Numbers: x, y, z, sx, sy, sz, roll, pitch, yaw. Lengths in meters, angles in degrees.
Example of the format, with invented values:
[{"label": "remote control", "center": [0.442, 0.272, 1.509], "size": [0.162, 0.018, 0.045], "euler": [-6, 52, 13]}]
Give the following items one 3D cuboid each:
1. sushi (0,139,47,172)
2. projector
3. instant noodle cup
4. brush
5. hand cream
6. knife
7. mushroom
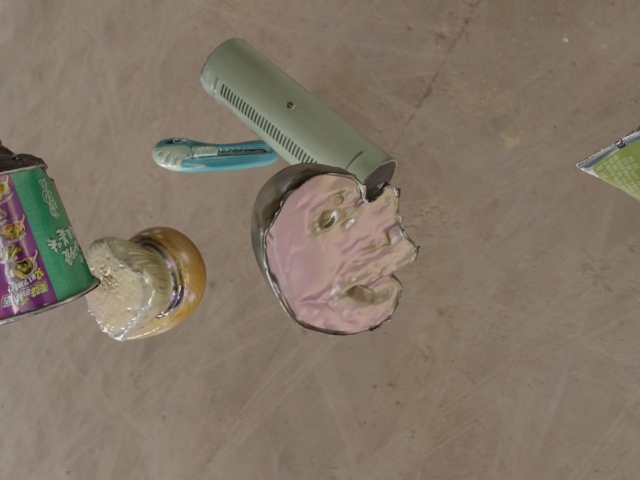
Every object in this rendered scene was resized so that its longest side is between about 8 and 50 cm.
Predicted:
[{"label": "sushi", "center": [-0.616, -0.116, 1.213], "size": [0.150, 0.153, 0.172], "euler": [49, 120, 12]}, {"label": "projector", "center": [-0.039, -0.177, 1.055], "size": [0.337, 0.108, 0.108], "euler": [41, 111, 20]}, {"label": "instant noodle cup", "center": [-0.461, 0.001, 0.982], "size": [0.251, 0.251, 0.190], "euler": [-1, 105, 41]}, {"label": "brush", "center": [-0.331, 0.101, 1.218], "size": [0.174, 0.166, 0.267], "euler": [46, 121, 13]}, {"label": "hand cream", "center": [0.351, -0.083, 0.757], "size": [0.086, 0.235, 0.055], "euler": [-35, 64, 27]}, {"label": "knife", "center": [-0.162, -0.141, 1.111], "size": [0.031, 0.221, 0.064], "euler": [-49, 57, 47]}, {"label": "mushroom", "center": [0.000, 0.000, 0.662], "size": [0.141, 0.188, 0.117], "euler": [-37, 41, -16]}]
